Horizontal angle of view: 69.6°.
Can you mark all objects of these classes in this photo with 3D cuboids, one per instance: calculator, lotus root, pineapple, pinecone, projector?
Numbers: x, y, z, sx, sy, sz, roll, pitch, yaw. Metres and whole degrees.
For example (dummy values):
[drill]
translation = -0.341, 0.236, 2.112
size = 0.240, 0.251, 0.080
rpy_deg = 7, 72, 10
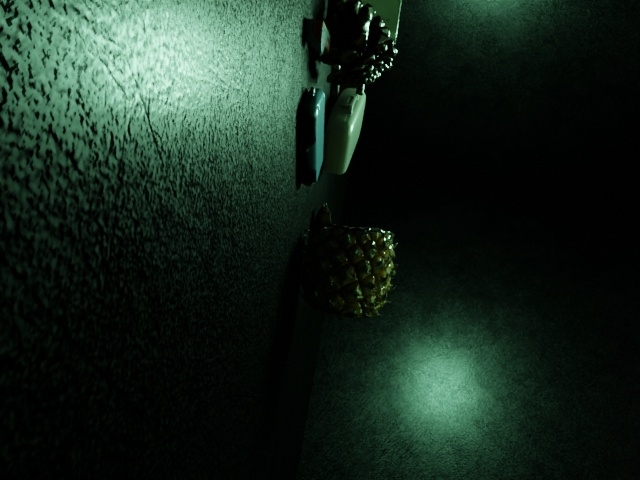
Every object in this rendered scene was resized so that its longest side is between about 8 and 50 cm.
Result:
[calculator]
translation = -0.023, -0.296, 1.325
size = 0.172, 0.051, 0.292
rpy_deg = -75, 170, -50
[lotus root]
translation = 0.000, -0.001, 1.868
size = 0.167, 0.078, 0.329
rpy_deg = -113, -162, -49
[pineapple]
translation = 0.092, 0.104, 1.557
size = 0.352, 0.353, 0.299
rpy_deg = 30, 67, -84
[pinecone]
translation = 0.113, -0.615, 1.448
size = 0.244, 0.244, 0.308
rpy_deg = 61, 17, -81
[projector]
translation = 0.200, -0.938, 1.853
size = 0.248, 0.250, 0.248
rpy_deg = -72, 168, -62

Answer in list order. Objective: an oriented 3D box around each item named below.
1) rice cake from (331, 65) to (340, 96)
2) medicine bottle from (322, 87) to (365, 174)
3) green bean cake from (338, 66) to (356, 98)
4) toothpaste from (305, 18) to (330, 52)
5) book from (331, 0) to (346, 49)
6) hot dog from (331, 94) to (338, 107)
[rice cake]
translation = 0.065, -0.689, 1.869
size = 0.047, 0.036, 0.206
rpy_deg = -61, 160, -50
[medicine bottle]
translation = 0.098, -0.464, 1.934
size = 0.375, 0.123, 0.282
rpy_deg = -68, 171, -45
[green bean cake]
translation = 0.126, -0.715, 2.161
size = 0.198, 0.097, 0.232
rpy_deg = 79, 19, -73
[toothpaste]
translation = -0.006, -0.540, 1.246
size = 0.193, 0.044, 0.070
rpy_deg = -62, 160, -75
[book]
translation = 0.073, -0.835, 1.637
size = 0.215, 0.025, 0.282
rpy_deg = -122, -142, -79
[hot dog]
translation = 0.065, -0.638, 1.973
size = 0.044, 0.028, 0.136
rpy_deg = -136, -130, -63
